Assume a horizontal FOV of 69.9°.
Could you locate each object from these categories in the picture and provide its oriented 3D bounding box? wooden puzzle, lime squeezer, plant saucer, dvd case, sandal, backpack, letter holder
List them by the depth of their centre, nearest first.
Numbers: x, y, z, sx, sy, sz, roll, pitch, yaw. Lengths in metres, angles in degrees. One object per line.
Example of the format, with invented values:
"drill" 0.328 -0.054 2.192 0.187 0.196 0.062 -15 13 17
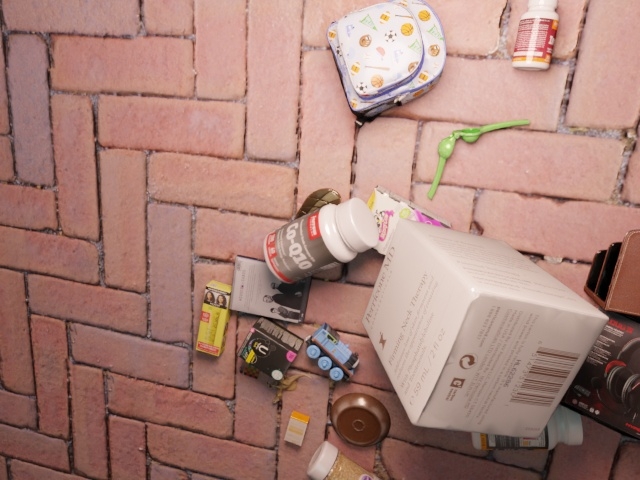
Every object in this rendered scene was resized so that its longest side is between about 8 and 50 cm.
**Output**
"letter holder" 0.848 0.077 1.108 0.301 0.152 0.215 11 104 10
"backpack" 0.167 -0.452 1.109 0.263 0.213 0.277 -18 97 6
"lime squeezer" 0.378 -0.242 1.184 0.310 0.059 0.110 -39 93 18
"sandal" -0.019 -0.073 1.324 0.090 0.060 0.219 36 124 -2
"dvd case" -0.153 0.151 1.408 0.238 0.029 0.180 12 107 2
"plant saucer" 0.125 0.584 1.468 0.198 0.036 0.199 3 105 12
"wooden puzzle" -0.229 0.432 1.526 0.083 0.006 0.050 17 107 9

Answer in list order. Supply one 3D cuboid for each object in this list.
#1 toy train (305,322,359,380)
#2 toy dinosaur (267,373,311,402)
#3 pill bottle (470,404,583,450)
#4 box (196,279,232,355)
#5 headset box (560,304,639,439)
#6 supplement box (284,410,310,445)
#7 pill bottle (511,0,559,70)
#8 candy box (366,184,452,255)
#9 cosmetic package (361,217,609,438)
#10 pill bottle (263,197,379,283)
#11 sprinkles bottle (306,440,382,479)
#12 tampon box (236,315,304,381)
"toy train" 0.039 0.345 1.405 0.184 0.080 0.105 44 103 0
"toy dinosaur" -0.111 0.456 1.491 0.092 0.053 0.183 37 117 -15
"pill bottle" 0.559 0.498 1.277 0.278 0.162 0.162 -6 103 15
"box" -0.339 0.250 1.477 0.087 0.058 0.233 16 108 7
"headset box" 0.743 0.317 1.163 0.218 0.110 0.293 26 79 6
"supplement box" -0.078 0.625 1.524 0.062 0.036 0.099 18 107 8
"pill bottle" 0.507 -0.483 1.075 0.085 0.086 0.152 9 106 11
"candy box" 0.221 -0.029 1.267 0.233 0.071 0.159 28 109 6
"cosmetic package" 0.340 0.188 1.077 0.327 0.394 0.330 12 109 -16
"pill bottle" 0.000 0.000 1.225 0.283 0.161 0.161 -24 98 30
"sprinkles bottle" 0.130 0.800 1.477 0.355 0.121 0.121 34 109 2
"tampon box" -0.155 0.335 1.433 0.160 0.101 0.121 30 110 4
